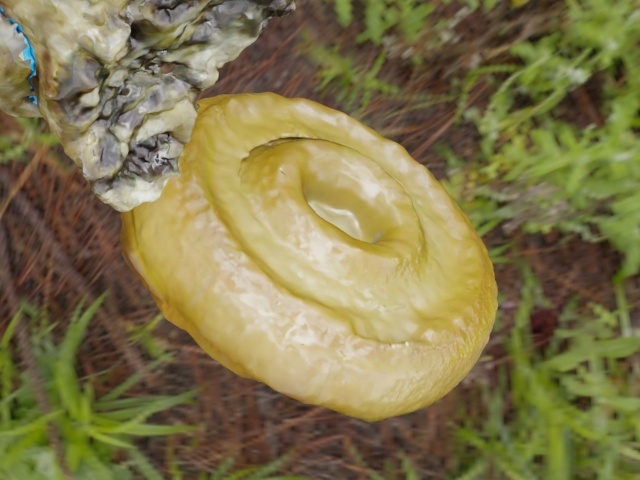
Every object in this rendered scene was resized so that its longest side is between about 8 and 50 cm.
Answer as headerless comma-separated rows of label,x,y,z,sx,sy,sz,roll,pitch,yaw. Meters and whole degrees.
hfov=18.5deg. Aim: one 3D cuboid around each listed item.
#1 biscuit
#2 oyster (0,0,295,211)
biscuit,0.000,0.000,1.446,0.296,0.102,0.296,20,36,-16
oyster,-0.123,-0.132,0.998,0.223,0.214,0.083,24,37,-21
